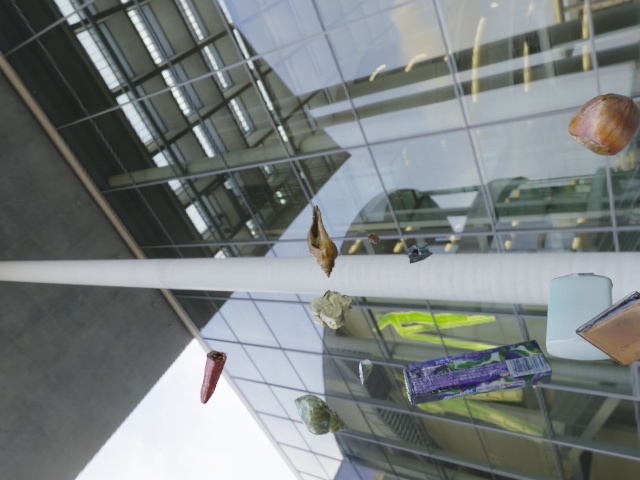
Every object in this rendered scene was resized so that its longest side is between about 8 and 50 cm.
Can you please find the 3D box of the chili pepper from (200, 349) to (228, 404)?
[{"bbox_3d":[-0.348,0.441,1.542,0.088,0.064,0.169,-11,-62,-78],"label":"chili pepper"}]

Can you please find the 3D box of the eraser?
[{"bbox_3d":[0.831,0.237,1.557,0.290,0.188,0.104,-60,-41,-42],"label":"eraser"}]

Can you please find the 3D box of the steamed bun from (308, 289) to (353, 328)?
[{"bbox_3d":[0.040,0.315,2.192,0.177,0.192,0.106,-51,-28,-50],"label":"steamed bun"}]

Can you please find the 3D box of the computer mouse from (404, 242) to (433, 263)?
[{"bbox_3d":[0.291,0.032,1.464,0.047,0.079,0.135,67,-166,16],"label":"computer mouse"}]

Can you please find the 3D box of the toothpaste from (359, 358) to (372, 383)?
[{"bbox_3d":[0.146,0.418,1.591,0.255,0.037,0.068,39,-134,-78],"label":"toothpaste"}]

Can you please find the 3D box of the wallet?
[{"bbox_3d":[0.785,0.227,1.233,0.160,0.196,0.042,36,-138,-1],"label":"wallet"}]

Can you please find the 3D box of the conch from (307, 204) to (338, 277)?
[{"bbox_3d":[0.000,0.003,1.870,0.093,0.109,0.331,91,168,-52],"label":"conch"}]

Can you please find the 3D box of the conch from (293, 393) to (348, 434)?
[{"bbox_3d":[-0.012,0.565,1.587,0.106,0.173,0.116,-40,-41,-8],"label":"conch"}]

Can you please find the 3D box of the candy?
[{"bbox_3d":[0.344,0.296,1.087,0.088,0.311,0.061,-94,-10,-49],"label":"candy"}]

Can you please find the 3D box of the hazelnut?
[{"bbox_3d":[0.711,-0.292,1.217,0.150,0.150,0.151,3,-94,-53],"label":"hazelnut"}]

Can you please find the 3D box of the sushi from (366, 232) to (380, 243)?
[{"bbox_3d":[0.261,-0.008,2.387,0.099,0.047,0.050,35,-161,-44],"label":"sushi"}]
